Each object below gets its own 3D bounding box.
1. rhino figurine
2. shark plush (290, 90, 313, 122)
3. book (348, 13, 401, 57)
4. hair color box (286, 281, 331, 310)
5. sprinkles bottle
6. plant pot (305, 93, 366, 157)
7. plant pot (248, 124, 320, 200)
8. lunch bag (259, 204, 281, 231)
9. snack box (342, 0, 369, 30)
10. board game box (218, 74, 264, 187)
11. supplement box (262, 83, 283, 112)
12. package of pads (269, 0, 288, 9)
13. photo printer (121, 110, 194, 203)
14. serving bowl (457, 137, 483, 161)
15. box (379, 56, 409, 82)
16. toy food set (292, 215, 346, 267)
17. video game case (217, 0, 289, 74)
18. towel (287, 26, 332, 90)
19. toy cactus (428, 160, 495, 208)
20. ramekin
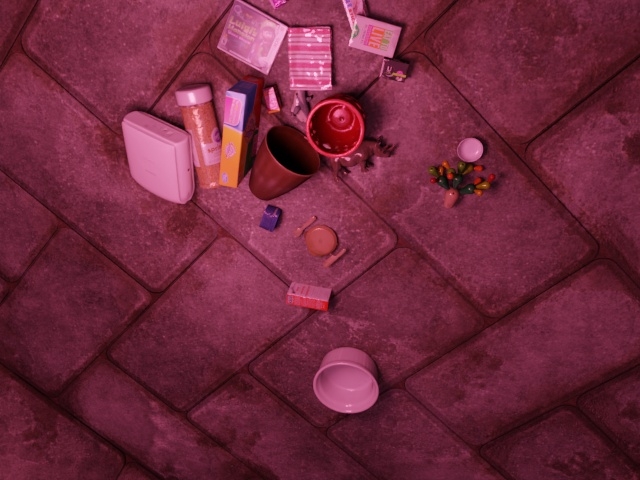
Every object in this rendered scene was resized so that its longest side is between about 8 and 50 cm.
[{"bbox_3d":[0.142,-0.292,1.861,0.243,0.073,0.106,-17,116,18],"label":"rhino figurine"},{"bbox_3d":[-0.058,-0.485,1.827,0.067,0.073,0.161,5,99,-13],"label":"shark plush"},{"bbox_3d":[0.169,-0.638,1.679,0.144,0.035,0.096,14,124,-3],"label":"book"},{"bbox_3d":[-0.046,0.224,2.162,0.167,0.093,0.053,11,119,6],"label":"hair color box"},{"bbox_3d":[-0.411,-0.365,1.904,0.121,0.121,0.355,-2,118,12],"label":"sprinkles bottle"},{"bbox_3d":[0.059,-0.388,1.767,0.191,0.174,0.191,5,119,9],"label":"plant pot"},{"bbox_3d":[-0.153,-0.246,1.885,0.215,0.215,0.230,39,132,-10],"label":"plant pot"},{"bbox_3d":[-0.187,-0.080,2.042,0.065,0.067,0.098,22,121,0],"label":"lunch bag"},{"bbox_3d":[0.101,-0.741,1.657,0.064,0.022,0.178,-15,114,18],"label":"snack box"},{"bbox_3d":[-0.264,-0.368,1.804,0.064,0.242,0.316,12,120,3],"label":"board game box"},{"bbox_3d":[-0.163,-0.482,1.830,0.043,0.055,0.083,-10,116,14],"label":"supplement box"},{"bbox_3d":[-0.144,-0.772,1.684,0.050,0.032,0.083,-23,111,24],"label":"package of pads"},{"bbox_3d":[-0.576,-0.282,1.934,0.256,0.107,0.307,27,139,15],"label":"photo printer"},{"bbox_3d":[0.501,-0.307,1.807,0.083,0.027,0.083,4,119,8],"label":"serving bowl"},{"bbox_3d":[0.237,-0.546,1.718,0.083,0.052,0.062,14,120,5],"label":"box"},{"bbox_3d":[0.000,0.000,2.071,0.132,0.038,0.192,-39,99,19],"label":"toy food set"},{"bbox_3d":[-0.222,-0.665,1.762,0.190,0.022,0.173,28,119,-4],"label":"video game case"},{"bbox_3d":[-0.034,-0.586,1.742,0.144,0.029,0.197,1,109,6],"label":"towel"},{"bbox_3d":[0.470,-0.185,1.847,0.219,0.112,0.180,8,129,-3],"label":"toy cactus"},{"bbox_3d":[0.116,0.589,2.301,0.277,0.135,0.277,5,119,9],"label":"ramekin"}]
